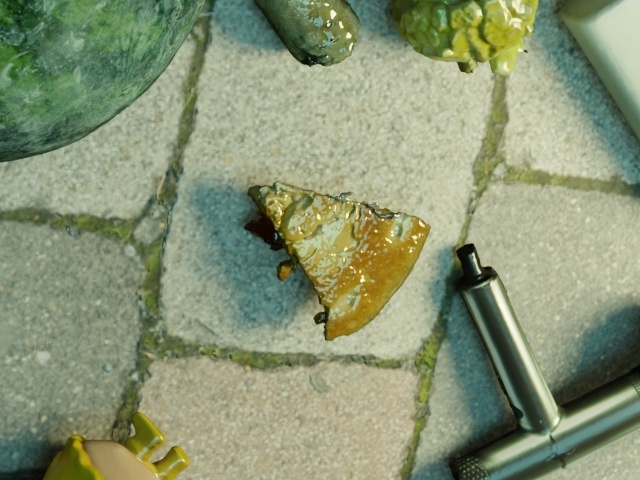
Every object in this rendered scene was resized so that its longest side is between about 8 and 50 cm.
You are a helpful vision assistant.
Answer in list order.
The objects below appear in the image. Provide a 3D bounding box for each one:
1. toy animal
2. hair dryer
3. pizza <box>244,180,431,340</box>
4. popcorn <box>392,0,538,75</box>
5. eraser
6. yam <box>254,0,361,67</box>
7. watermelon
[{"bbox_3d":[-0.227,0.271,1.720,0.230,0.156,0.156,-47,120,-5],"label":"toy animal"},{"bbox_3d":[0.275,0.128,1.885,0.320,0.156,0.284,-19,126,-7],"label":"hair dryer"},{"bbox_3d":[0.000,-0.001,1.760,0.194,0.069,0.154,37,92,-23],"label":"pizza"},{"bbox_3d":[0.143,-0.223,1.702,0.141,0.135,0.162,-23,114,-23],"label":"popcorn"},{"bbox_3d":[0.391,-0.180,1.844,0.189,0.104,0.290,-38,119,-1],"label":"eraser"},{"bbox_3d":[-0.032,-0.241,1.650,0.078,0.078,0.179,-40,120,-6],"label":"yam"},{"bbox_3d":[-0.259,-0.183,1.561,0.289,0.214,0.320,-45,169,33],"label":"watermelon"}]
